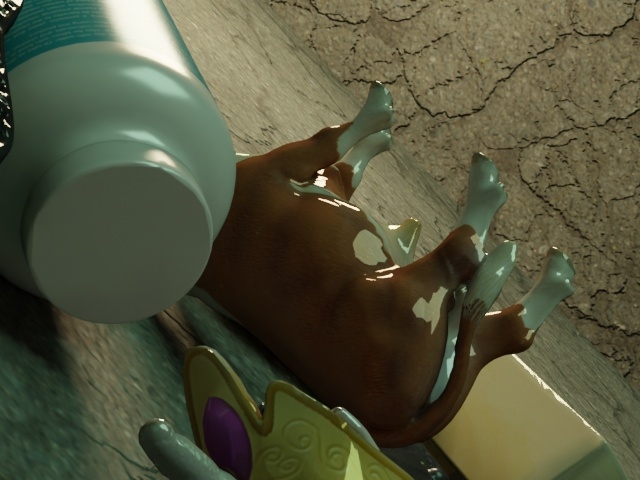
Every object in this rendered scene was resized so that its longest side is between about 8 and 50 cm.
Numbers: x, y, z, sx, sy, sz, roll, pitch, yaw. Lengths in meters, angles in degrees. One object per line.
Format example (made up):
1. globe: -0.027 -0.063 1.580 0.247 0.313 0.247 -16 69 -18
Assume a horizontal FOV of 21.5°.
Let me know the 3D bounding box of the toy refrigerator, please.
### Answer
1. toy refrigerator: 0.120 0.142 1.183 0.102 0.094 0.269 59 -5 -28

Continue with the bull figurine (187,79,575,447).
1. bull figurine: 0.000 0.000 1.024 0.310 0.188 0.101 42 -12 35

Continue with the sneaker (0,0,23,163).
1. sneaker: -0.209 -0.090 0.824 0.084 0.097 0.234 44 22 -32

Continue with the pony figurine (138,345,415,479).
1. pony figurine: 0.097 0.214 0.544 0.351 0.303 0.363 21 41 -49

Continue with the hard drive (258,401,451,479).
1. hard drive: 0.047 0.176 0.974 0.172 0.054 0.255 51 10 23

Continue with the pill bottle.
1. pill bottle: -0.131 -0.061 0.919 0.146 0.146 0.264 40 11 -32
